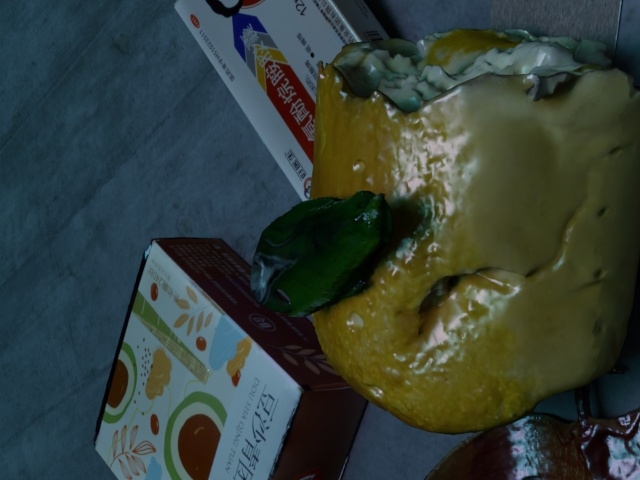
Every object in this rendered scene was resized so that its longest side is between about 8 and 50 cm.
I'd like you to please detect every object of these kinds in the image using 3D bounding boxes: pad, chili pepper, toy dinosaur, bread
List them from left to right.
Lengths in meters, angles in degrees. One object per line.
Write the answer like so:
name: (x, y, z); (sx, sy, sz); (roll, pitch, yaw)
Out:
chili pepper: (0.002, 0.000, 1.137); (0.216, 0.062, 0.108); (-31, 68, 55)
bread: (0.124, -0.012, 1.217); (0.361, 0.250, 0.394); (27, 113, 57)
pad: (0.242, -0.266, 1.289); (0.176, 0.002, 0.266); (15, 102, 50)
toy dinosaur: (0.252, 0.207, 1.199); (0.327, 0.113, 0.207); (19, 102, 49)

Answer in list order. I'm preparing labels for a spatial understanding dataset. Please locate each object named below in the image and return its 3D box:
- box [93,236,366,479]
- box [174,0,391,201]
box: (-0.134, 0.234, 1.666); (0.385, 0.122, 0.345); (40, 120, 43)
box: (-0.025, -0.225, 1.511); (0.214, 0.069, 0.353); (-47, 68, 41)
